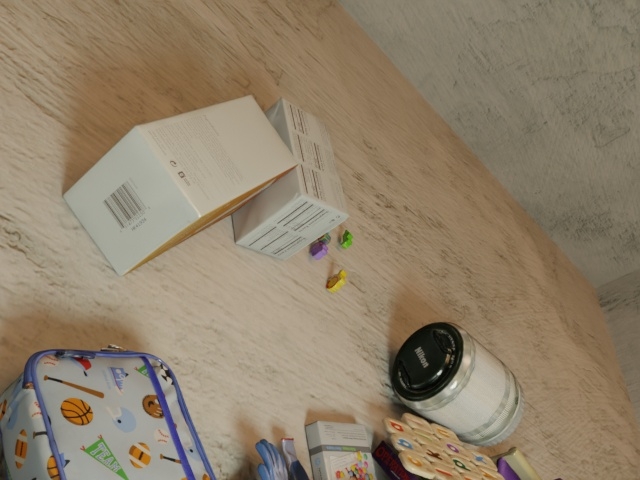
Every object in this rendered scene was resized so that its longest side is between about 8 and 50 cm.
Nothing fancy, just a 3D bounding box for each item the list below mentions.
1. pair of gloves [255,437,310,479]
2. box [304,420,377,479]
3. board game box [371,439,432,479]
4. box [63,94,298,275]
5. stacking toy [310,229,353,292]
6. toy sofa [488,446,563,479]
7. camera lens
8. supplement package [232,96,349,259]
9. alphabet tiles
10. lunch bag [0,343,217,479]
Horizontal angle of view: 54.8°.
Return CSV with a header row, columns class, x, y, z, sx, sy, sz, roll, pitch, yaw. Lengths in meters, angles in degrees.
class,x,y,z,sx,sy,sz,roll,pitch,yaw
pair of gloves,-0.051,0.400,1.006,0.198,0.023,0.159,44,25,-68
box,0.047,0.438,1.157,0.145,0.038,0.186,22,47,-44
board game box,0.252,0.524,1.164,0.208,0.056,0.347,44,-5,-28
box,-0.230,-0.110,1.095,0.168,0.215,0.345,55,31,-4
stacking toy,0.000,0.000,1.482,0.167,0.052,0.221,45,31,-22
toy sofa,0.451,0.654,1.395,0.150,0.177,0.362,50,32,-12
camera lens,0.322,0.338,1.455,0.274,0.219,0.219,39,36,-28
supplement package,-0.080,-0.128,1.329,0.145,0.204,0.261,22,46,-42
alphabet tiles,0.259,0.448,1.235,0.278,0.021,0.284,25,11,-17
lunch bag,-0.251,0.266,0.769,0.243,0.115,0.303,17,34,-48
